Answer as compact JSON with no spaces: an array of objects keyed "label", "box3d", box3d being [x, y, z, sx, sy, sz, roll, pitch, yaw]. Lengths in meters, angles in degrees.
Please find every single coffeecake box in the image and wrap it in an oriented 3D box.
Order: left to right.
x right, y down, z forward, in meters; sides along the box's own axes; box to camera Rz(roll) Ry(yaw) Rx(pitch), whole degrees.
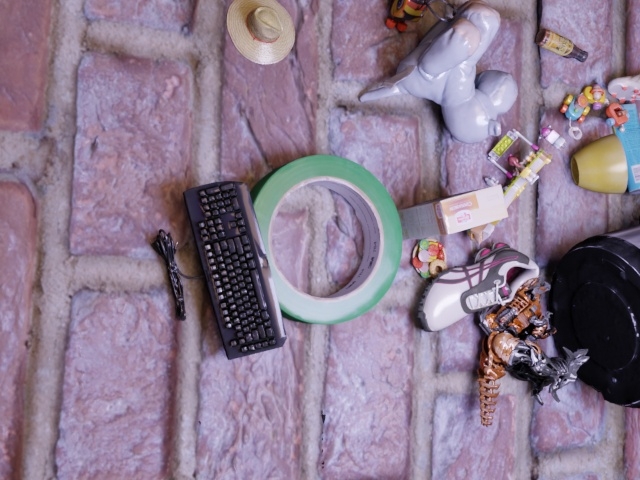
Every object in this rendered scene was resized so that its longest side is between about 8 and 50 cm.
[{"label":"coffeecake box","box3d":[0.255,-0.053,1.684,0.142,0.185,0.068,-15,93,-23]}]

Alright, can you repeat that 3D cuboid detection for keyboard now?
[{"label":"keyboard","box3d":[-0.191,0.060,1.530,0.201,0.033,0.317,-14,95,7]}]

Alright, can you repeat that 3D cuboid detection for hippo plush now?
[{"label":"hippo plush","box3d":[0.290,-0.311,1.691,0.236,0.234,0.294,48,70,-12]}]

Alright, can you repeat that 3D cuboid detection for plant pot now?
[{"label":"plant pot","box3d":[0.610,-0.162,1.885,0.095,0.134,0.134,-10,90,2]}]

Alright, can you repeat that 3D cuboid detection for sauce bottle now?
[{"label":"sauce bottle","box3d":[0.544,-0.435,1.911,0.128,0.042,0.042,16,80,-21]}]

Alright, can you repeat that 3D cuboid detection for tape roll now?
[{"label":"tape roll","box3d":[0.000,0.000,1.633,0.321,0.077,0.321,2,85,-23]}]

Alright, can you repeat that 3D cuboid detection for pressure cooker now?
[{"label":"pressure cooker","box3d":[0.744,0.125,1.790,0.420,0.375,0.370,-12,109,-23]}]

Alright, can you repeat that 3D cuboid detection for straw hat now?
[{"label":"straw hat","box3d":[-0.105,-0.413,1.624,0.144,0.061,0.145,2,85,-23]}]

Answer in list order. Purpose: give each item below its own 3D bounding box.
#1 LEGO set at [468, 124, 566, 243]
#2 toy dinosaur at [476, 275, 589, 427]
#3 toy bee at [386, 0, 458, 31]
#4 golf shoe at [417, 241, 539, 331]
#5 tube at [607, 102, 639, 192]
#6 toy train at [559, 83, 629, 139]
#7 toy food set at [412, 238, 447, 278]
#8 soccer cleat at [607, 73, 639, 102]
[{"label":"LEGO set","box3d":[0.382,-0.132,1.791,0.107,0.132,0.287,40,95,2]},{"label":"toy dinosaur","box3d":[0.410,0.232,1.779,0.218,0.164,0.322,30,94,-4]},{"label":"toy bee","box3d":[0.174,-0.514,1.720,0.195,0.162,0.298,28,51,-11]},{"label":"golf shoe","box3d":[0.316,0.097,1.728,0.273,0.120,0.105,-35,119,-19]},{"label":"tube","box3d":[0.718,-0.217,1.970,0.080,0.052,0.207,-7,83,-26]},{"label":"toy train","box3d":[0.623,-0.293,1.918,0.166,0.046,0.125,-19,78,-22]},{"label":"toy food set","box3d":[0.226,0.037,1.755,0.082,0.020,0.083,8,84,-22]},{"label":"soccer cleat","box3d":[0.743,-0.362,1.984,0.196,0.068,0.076,2,71,-24]}]
